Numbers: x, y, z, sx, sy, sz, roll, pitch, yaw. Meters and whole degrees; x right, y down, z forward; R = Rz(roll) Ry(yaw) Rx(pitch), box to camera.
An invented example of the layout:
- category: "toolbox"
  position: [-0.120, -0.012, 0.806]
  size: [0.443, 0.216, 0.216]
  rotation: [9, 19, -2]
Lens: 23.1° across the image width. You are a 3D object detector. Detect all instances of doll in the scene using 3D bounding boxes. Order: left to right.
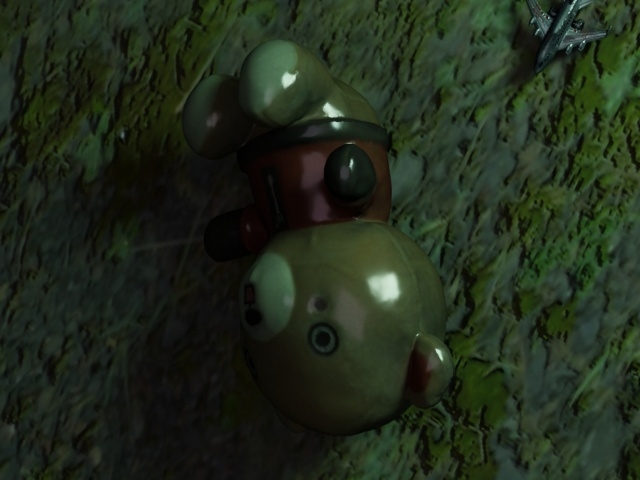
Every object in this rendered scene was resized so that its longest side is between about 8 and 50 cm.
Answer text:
- category: "doll"
  position: [0.000, 0.000, 1.320]
  size: [0.235, 0.174, 0.330]
  rotation: [-18, 82, 46]

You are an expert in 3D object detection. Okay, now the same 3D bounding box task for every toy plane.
- category: "toy plane"
  position: [0.202, -0.178, 1.322]
  size: [0.078, 0.031, 0.083]
  rotation: [28, 98, 15]
